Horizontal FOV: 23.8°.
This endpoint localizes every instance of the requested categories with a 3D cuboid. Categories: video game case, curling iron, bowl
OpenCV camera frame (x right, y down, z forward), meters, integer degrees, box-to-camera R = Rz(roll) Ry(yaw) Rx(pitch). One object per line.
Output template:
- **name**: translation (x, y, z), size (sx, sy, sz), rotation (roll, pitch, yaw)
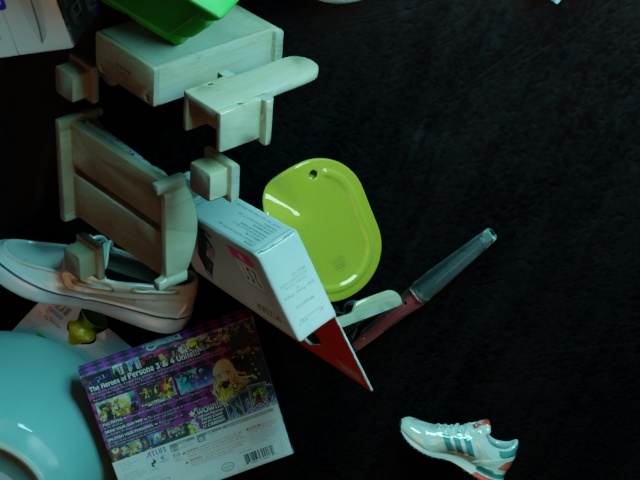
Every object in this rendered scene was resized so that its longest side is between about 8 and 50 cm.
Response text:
- **video game case**: translation (-0.171, 0.220, 1.958), size (0.232, 0.042, 0.210), rotation (-20, 113, -8)
- **curling iron**: translation (0.106, 0.062, 1.874), size (0.274, 0.035, 0.068), rotation (-33, 113, 29)
- **bowl**: translation (-0.414, 0.289, 1.972), size (0.311, 0.163, 0.311), rotation (3, 114, 6)

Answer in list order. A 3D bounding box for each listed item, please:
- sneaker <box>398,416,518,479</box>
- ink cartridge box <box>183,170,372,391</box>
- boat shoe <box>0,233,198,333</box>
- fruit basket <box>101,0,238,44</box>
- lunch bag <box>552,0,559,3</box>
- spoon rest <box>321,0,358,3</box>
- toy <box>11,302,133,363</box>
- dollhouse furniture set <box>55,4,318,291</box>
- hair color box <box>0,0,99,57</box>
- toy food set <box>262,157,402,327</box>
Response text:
- **sneaker**: translation (0.184, 0.255, 1.990), size (0.161, 0.057, 0.075), rotation (27, 109, -6)
- **ink cartridge box**: translation (-0.070, 0.057, 1.787), size (0.060, 0.275, 0.239), rotation (-34, 120, -17)
- **boat shoe**: translation (-0.284, 0.038, 1.905), size (0.267, 0.096, 0.088), rotation (19, 122, -3)
- **fruit basket**: translation (-0.155, -0.430, 1.490), size (0.392, 0.392, 0.283), rotation (38, 165, -15)
- **lunch bag**: translation (0.243, -0.302, 1.582), size (0.071, 0.053, 0.083), rotation (32, 116, -13)
- **spoon rest**: translation (0.070, -0.347, 1.565), size (0.137, 0.084, 0.276), rotation (12, 137, -39)
- **toy**: translation (-0.366, 0.166, 2.035), size (0.137, 0.056, 0.237), rotation (40, 118, -12)
- **dollhouse furniture set**: translation (-0.140, -0.072, 1.709), size (0.303, 0.174, 0.355), rotation (34, 134, 36)
- **hair color box**: translation (-0.439, -0.296, 1.696), size (0.339, 0.110, 0.185), rotation (-4, 122, 17)
- **toy food set**: translation (0.000, 0.000, 1.821), size (0.128, 0.071, 0.218), rotation (-27, 111, -16)
